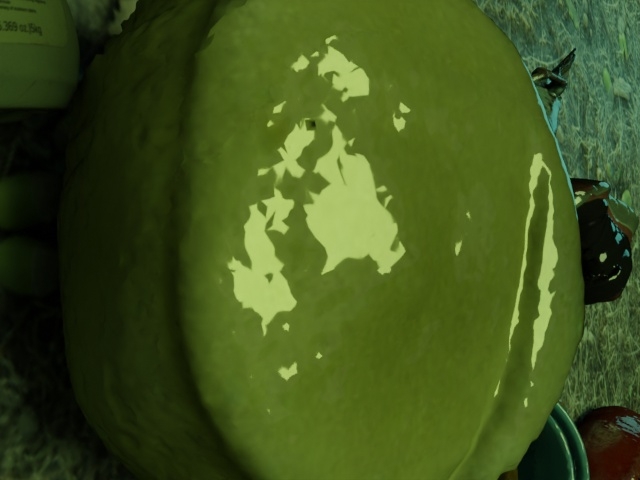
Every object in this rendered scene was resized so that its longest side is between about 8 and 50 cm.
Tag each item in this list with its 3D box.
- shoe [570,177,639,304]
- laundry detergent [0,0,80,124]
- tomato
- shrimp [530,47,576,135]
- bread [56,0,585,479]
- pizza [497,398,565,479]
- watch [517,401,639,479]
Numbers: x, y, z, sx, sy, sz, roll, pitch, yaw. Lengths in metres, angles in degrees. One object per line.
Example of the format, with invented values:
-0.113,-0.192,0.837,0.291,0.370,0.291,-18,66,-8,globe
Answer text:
0.292,0.007,1.081,0.291,0.114,0.137,24,71,-56,shoe
-0.191,-0.177,0.406,0.181,0.091,0.253,-15,97,-57,laundry detergent
0.387,0.317,1.175,0.228,0.101,0.227,20,67,-56,tomato
0.135,-0.115,0.827,0.372,0.137,0.172,-54,144,-43,shrimp
-0.008,0.002,0.535,0.321,0.237,0.320,9,77,-40,bread
0.208,0.242,0.956,0.127,0.058,0.246,21,68,-51,pizza
0.130,0.193,0.730,0.193,0.211,0.211,56,37,1,watch
